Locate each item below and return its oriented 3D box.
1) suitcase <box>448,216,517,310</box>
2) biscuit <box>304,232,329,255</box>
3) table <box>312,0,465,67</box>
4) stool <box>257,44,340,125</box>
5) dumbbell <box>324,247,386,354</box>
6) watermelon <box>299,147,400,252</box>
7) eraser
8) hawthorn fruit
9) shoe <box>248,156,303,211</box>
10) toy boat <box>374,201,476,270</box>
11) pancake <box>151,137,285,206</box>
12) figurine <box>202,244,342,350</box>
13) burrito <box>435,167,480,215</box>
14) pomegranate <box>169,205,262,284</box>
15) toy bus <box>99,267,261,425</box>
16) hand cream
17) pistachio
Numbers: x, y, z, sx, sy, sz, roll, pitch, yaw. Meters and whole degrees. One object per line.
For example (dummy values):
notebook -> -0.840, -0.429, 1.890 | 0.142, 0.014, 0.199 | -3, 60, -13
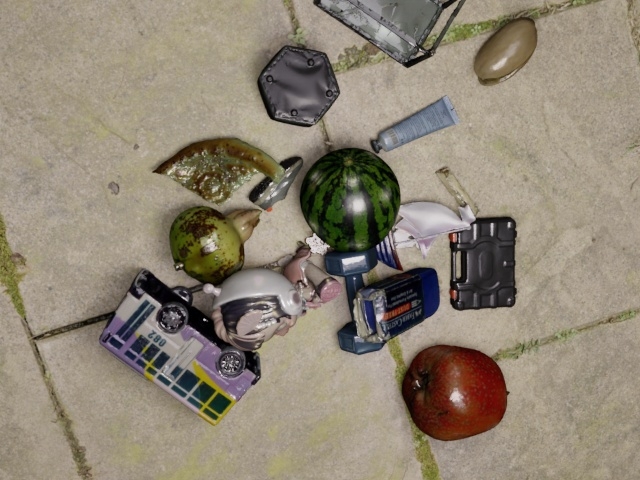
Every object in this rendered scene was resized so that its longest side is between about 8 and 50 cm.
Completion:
suitcase -> 0.501, 0.071, 1.978 | 0.207, 0.066, 0.285 | -3, 99, -6
biscuit -> 0.000, 0.000, 1.932 | 0.082, 0.016, 0.092 | 35, 92, -6
table -> 0.187, -0.662, 1.725 | 0.335, 0.272, 0.222 | 31, 93, -10
stool -> -0.064, -0.430, 1.796 | 0.232, 0.141, 0.232 | -1, 98, -6
dumbbell -> 0.110, 0.175, 1.908 | 0.144, 0.156, 0.316 | -5, 100, 25
watermelon -> 0.083, -0.115, 1.794 | 0.286, 0.285, 0.284 | -1, 99, -7
eraser -> 0.227, 0.183, 1.848 | 0.332, 0.102, 0.154 | -15, 101, -49
hawthorn fruit -> 0.433, 0.457, 1.939 | 0.369, 0.285, 0.284 | 4, 98, -26
shoe -> -0.117, -0.164, 1.873 | 0.194, 0.074, 0.077 | -43, 120, 0
toy boat -> 0.283, -0.054, 1.909 | 0.318, 0.072, 0.219 | -34, 92, 9
pancake -> -0.291, -0.196, 1.817 | 0.377, 0.054, 0.197 | -5, 87, 5
figurine -> -0.144, 0.167, 1.790 | 0.361, 0.253, 0.211 | -24, 69, -41
burrito -> 0.419, -0.145, 1.950 | 0.185, 0.041, 0.045 | 52, 48, -10
pomegranate -> -0.283, 0.001, 1.801 | 0.277, 0.204, 0.221 | -20, 120, -1
toy bus -> -0.405, 0.303, 1.834 | 0.440, 0.209, 0.249 | 40, 94, -13
hand cream -> 0.278, -0.332, 1.899 | 0.272, 0.058, 0.091 | -27, 89, -6
pistachio -> 0.542, -0.551, 1.866 | 0.136, 0.136, 0.226 | 40, 100, -11
